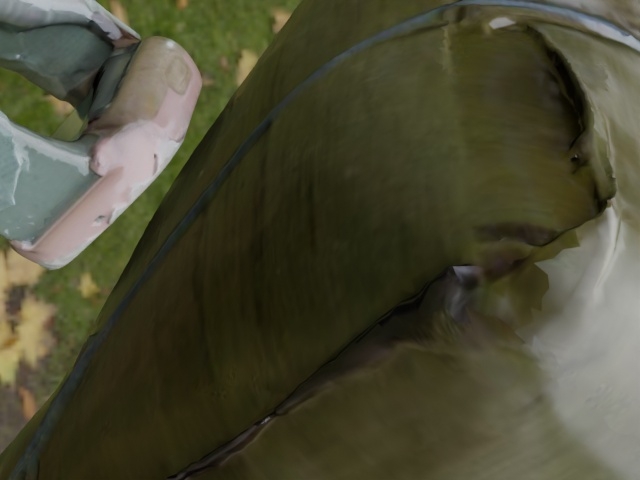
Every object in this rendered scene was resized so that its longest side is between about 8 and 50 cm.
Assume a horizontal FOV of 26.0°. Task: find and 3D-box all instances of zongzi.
[{"bbox_3d":[0.000,0.000,0.566,0.174,0.356,0.393,30,39,-28],"label":"zongzi"}]

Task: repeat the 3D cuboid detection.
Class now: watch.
[{"bbox_3d":[-0.228,-0.114,0.975,0.241,0.162,0.253,39,23,-16],"label":"watch"}]
